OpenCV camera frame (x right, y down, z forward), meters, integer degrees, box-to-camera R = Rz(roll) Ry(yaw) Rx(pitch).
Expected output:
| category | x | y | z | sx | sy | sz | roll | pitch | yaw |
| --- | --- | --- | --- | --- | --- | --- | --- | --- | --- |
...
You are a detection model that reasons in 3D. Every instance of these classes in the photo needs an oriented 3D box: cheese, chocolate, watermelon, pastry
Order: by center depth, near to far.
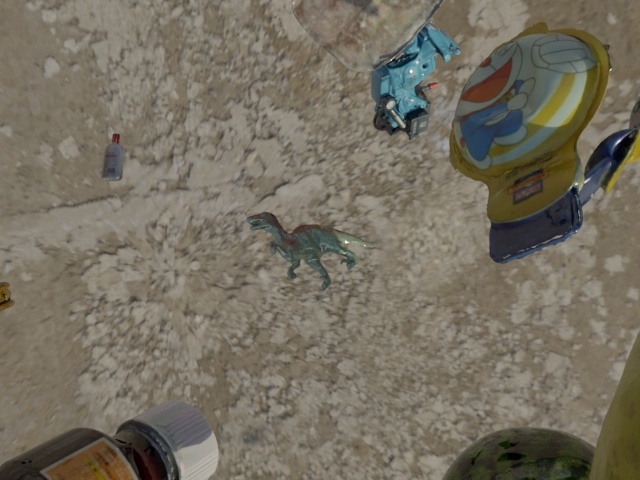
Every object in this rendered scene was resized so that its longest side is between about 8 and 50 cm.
| category | x | y | z | sx | sy | sz | roll | pitch | yaw |
| --- | --- | --- | --- | --- | --- | --- | --- | --- | --- |
| cheese | 0.190 | -0.100 | 0.752 | 0.069 | 0.177 | 0.270 | 34 | 46 | -34 |
| cheese | 0.312 | -0.108 | 0.752 | 0.250 | 0.156 | 0.064 | -38 | 69 | -15 |
| watermelon | 0.289 | 0.396 | 1.106 | 0.285 | 0.285 | 0.285 | 0 | 88 | -10 |
| chocolate | 0.108 | -0.415 | 1.283 | 0.185 | 0.100 | 0.303 | 41 | 107 | -16 |
| pastry | -0.595 | 0.109 | 1.449 | 0.097 | 0.109 | 0.057 | -14 | 97 | -8 |

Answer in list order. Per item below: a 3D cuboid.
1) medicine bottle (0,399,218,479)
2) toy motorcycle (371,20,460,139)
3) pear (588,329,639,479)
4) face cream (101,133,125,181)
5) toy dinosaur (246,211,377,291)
| category | x | y | z | sx | sy | sz | roll | pitch | yaw |
| --- | --- | --- | --- | --- | --- | --- | --- | --- | --- |
| medicine bottle | -0.350 | 0.407 | 1.369 | 0.395 | 0.243 | 0.242 | -25 | 93 | -49 |
| toy motorcycle | 0.182 | -0.323 | 1.607 | 0.182 | 0.272 | 0.123 | -23 | 56 | -16 |
| pear | 0.282 | 0.121 | 0.396 | 0.294 | 0.294 | 0.294 | 0 | 88 | -10 |
| face cream | -0.360 | -0.145 | 1.427 | 0.040 | 0.021 | 0.083 | 0 | 79 | 20 |
| toy dinosaur | 0.000 | 0.000 | 1.452 | 0.242 | 0.053 | 0.167 | -21 | 77 | -37 |
